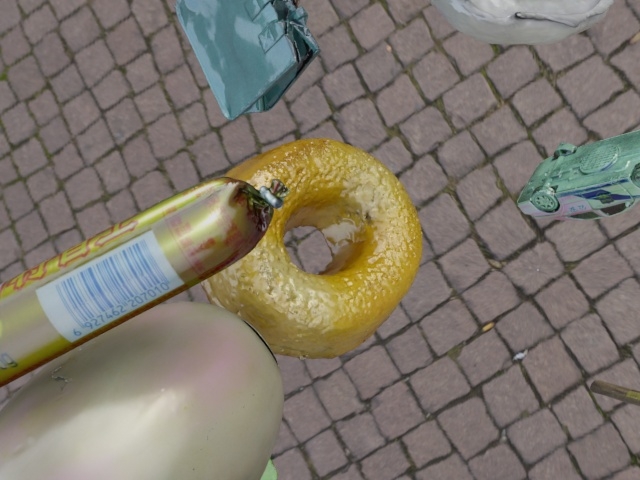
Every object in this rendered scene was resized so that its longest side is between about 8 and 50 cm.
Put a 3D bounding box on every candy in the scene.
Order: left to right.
[{"bbox_3d":[0.382,-0.537,1.360,0.426,0.186,0.387,5,71,-15],"label":"candy"}]

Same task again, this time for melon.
[{"bbox_3d":[-0.169,0.193,0.625,0.223,0.317,0.223,28,140,27],"label":"melon"}]

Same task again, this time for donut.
[{"bbox_3d":[-0.002,0.002,0.804,0.277,0.108,0.278,8,72,-24],"label":"donut"}]

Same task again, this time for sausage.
[{"bbox_3d":[-0.189,0.045,0.525,0.371,0.082,0.082,-28,80,2],"label":"sausage"}]

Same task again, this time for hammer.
[{"bbox_3d":[0.334,0.168,0.729,0.017,0.182,0.062,45,81,-3],"label":"hammer"}]

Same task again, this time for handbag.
[{"bbox_3d":[-0.127,-0.380,1.252,0.274,0.100,0.269,-33,82,52],"label":"handbag"}]

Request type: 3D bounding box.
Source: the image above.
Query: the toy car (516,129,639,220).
[{"bbox_3d":[0.337,-0.074,0.811,0.076,0.224,0.090,46,62,-19],"label":"toy car"}]

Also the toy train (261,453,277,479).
[{"bbox_3d":[-0.221,0.363,1.218,0.248,0.173,0.307,-30,102,-6],"label":"toy train"}]
